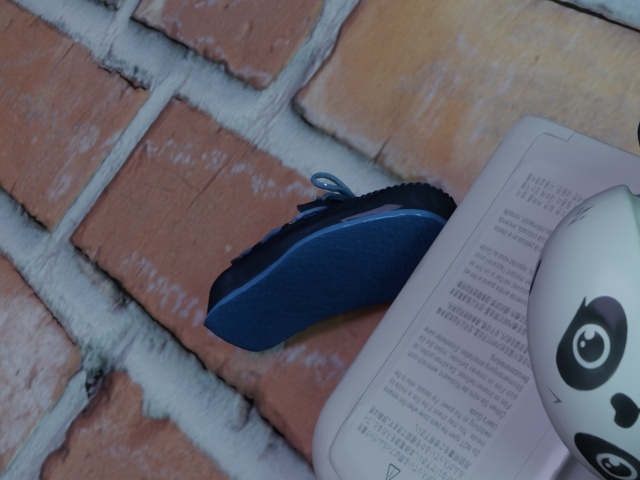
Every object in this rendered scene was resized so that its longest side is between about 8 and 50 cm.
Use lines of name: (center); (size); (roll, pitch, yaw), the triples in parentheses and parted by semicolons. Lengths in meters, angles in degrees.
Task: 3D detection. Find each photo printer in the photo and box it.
photo printer: (0.133, 0.088, 1.214); (0.307, 0.107, 0.256); (-56, 32, -3)

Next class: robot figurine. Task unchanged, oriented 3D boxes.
robot figurine: (0.245, 0.038, 0.999); (0.278, 0.173, 0.209); (-11, 65, 9)

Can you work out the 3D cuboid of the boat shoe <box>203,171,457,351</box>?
boat shoe: (0.000, 0.000, 1.479); (0.258, 0.109, 0.089); (-21, 41, 39)
